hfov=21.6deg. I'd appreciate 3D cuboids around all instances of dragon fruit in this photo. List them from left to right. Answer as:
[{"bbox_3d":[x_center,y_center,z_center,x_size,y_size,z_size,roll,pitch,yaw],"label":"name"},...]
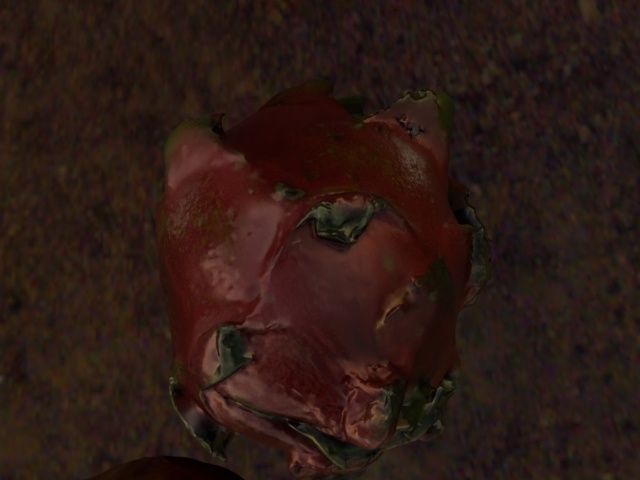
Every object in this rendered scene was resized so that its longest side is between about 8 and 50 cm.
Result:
[{"bbox_3d":[0.017,0.013,0.906,0.200,0.269,0.198,47,122,12],"label":"dragon fruit"}]

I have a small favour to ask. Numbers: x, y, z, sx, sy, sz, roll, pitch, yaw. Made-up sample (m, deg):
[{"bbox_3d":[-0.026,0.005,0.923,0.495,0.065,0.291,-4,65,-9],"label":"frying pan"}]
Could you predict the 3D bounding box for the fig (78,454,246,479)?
[{"bbox_3d":[-0.056,0.217,0.734,0.191,0.190,0.290,-29,128,14],"label":"fig"}]
